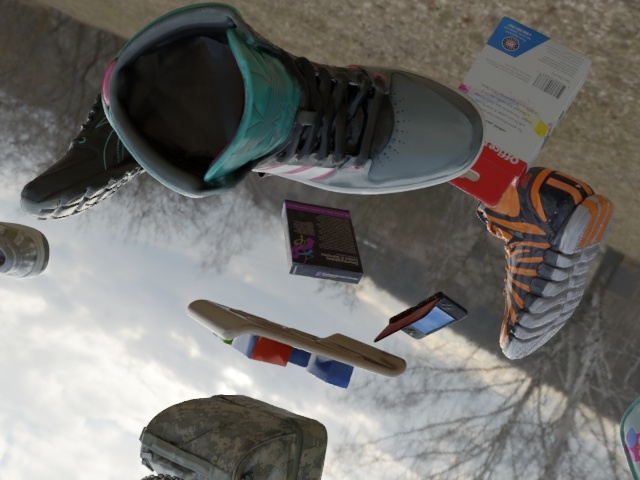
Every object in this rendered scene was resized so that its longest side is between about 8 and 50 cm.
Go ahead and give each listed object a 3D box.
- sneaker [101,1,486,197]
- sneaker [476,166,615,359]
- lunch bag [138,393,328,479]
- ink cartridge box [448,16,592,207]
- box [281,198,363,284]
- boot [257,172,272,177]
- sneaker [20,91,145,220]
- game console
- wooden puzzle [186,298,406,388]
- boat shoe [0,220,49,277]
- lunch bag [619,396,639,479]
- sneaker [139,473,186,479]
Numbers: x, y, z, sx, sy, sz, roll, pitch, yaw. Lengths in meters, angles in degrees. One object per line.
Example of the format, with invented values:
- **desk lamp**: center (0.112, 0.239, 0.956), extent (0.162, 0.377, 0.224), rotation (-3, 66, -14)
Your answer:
- **sneaker**: center (-0.019, -0.090, 0.475), extent (0.296, 0.123, 0.178), rotation (6, -169, 1)
- **sneaker**: center (0.327, 0.027, 1.081), extent (0.125, 0.321, 0.180), rotation (-11, -141, -37)
- **lunch bag**: center (-0.180, 0.429, 1.347), extent (0.305, 0.212, 0.256), rotation (8, 172, 41)
- **ink cartridge box**: center (0.247, -0.166, 0.926), extent (0.134, 0.231, 0.078), rotation (33, -178, 16)
- **box**: center (0.000, 0.000, 1.089), extent (0.116, 0.029, 0.162), rotation (10, -143, -15)
- **boot**: center (-0.097, -0.187, 1.431), extent (0.042, 0.087, 0.118), rotation (32, 140, 22)
- **sneaker**: center (-0.246, -0.115, 0.797), extent (0.101, 0.267, 0.106), rotation (-27, 101, 49)
- **game console**: center (0.195, 0.168, 1.313), extent (0.124, 0.144, 0.085), rotation (34, -136, -24)
- **wooden puzzle**: center (-0.061, 0.201, 1.285), extent (0.348, 0.080, 0.322), rotation (17, 175, -24)
- **boat shoe**: center (-0.613, 0.004, 1.126), extent (0.321, 0.118, 0.103), rotation (12, -176, 14)
- **lunch bag**: center (0.413, 0.169, 0.594), extent (0.108, 0.279, 0.224), rotation (33, -151, -14)
- **sneaker**: center (-0.158, 0.343, 0.832), extent (0.162, 0.073, 0.063), rotation (31, 160, -7)
